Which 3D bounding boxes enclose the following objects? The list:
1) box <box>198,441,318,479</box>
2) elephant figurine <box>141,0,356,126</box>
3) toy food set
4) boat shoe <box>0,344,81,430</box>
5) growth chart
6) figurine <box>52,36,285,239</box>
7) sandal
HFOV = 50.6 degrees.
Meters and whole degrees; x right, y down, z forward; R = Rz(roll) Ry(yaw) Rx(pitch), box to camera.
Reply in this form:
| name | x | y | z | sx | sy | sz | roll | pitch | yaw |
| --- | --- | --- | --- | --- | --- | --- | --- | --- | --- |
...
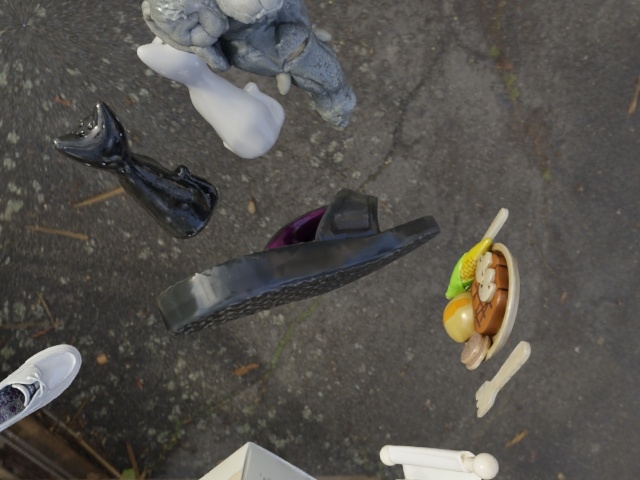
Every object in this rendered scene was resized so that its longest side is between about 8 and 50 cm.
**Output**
| name | x | y | z | sx | sy | sz | roll | pitch | yaw |
| --- | --- | --- | --- | --- | --- | --- | --- | --- | --- |
| box | -0.152 | 0.445 | 1.010 | 0.148 | 0.121 | 0.311 | 35 | 121 | -19 |
| elephant figurine | -0.068 | -0.195 | 0.553 | 0.170 | 0.239 | 0.185 | -12 | 83 | 1 |
| toy food set | 0.160 | 0.065 | 0.689 | 0.039 | 0.192 | 0.132 | 11 | 136 | -6 |
| boat shoe | -0.388 | 0.197 | 0.877 | 0.184 | 0.063 | 0.066 | -30 | 97 | -37 |
| growth chart | 0.111 | 0.254 | 0.488 | 0.021 | 0.172 | 0.237 | -19 | 92 | -25 |
| figurine | -0.168 | -0.132 | 0.786 | 0.215 | 0.092 | 0.209 | -50 | 143 | -2 |
| sandal | 0.001 | -0.001 | 0.776 | 0.446 | 0.168 | 0.106 | -11 | 75 | -55 |
